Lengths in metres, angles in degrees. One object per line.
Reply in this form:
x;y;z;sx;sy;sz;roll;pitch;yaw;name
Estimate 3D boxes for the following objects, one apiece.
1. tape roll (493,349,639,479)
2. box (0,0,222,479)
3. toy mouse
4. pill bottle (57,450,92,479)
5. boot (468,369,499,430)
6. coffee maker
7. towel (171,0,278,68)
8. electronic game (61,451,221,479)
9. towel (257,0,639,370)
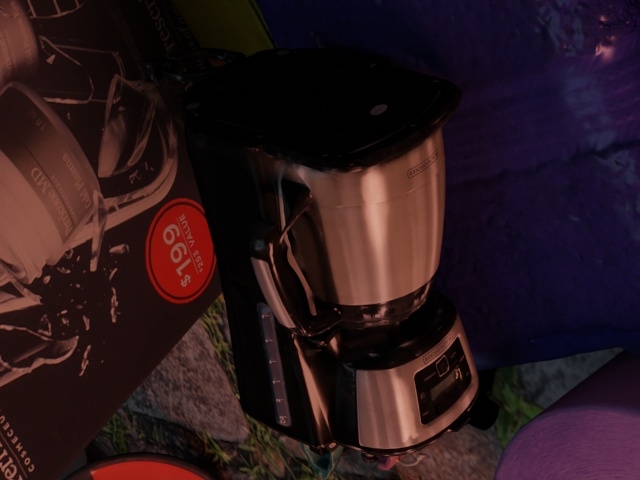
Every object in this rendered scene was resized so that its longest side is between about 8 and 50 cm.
0.215;0.182;0.651;0.275;0.090;0.274;36;142;35;tape roll
-0.222;-0.059;0.791;0.179;0.312;0.343;2;128;38;box
0.025;0.145;0.952;0.143;0.031;0.161;56;149;7;toy mouse
-0.308;0.299;1.497;0.103;0.103;0.184;46;146;22;pill bottle
0.038;0.031;0.782;0.137;0.077;0.198;29;163;34;boot
0.000;0.000;0.663;0.171;0.120;0.178;44;148;52;coffee maker
-0.056;-0.127;0.780;0.102;0.021;0.237;18;148;48;towel
-0.165;0.309;1.190;0.229;0.229;0.048;60;174;0;electronic game
0.081;-0.082;0.647;0.228;0.076;0.308;-11;108;55;towel
